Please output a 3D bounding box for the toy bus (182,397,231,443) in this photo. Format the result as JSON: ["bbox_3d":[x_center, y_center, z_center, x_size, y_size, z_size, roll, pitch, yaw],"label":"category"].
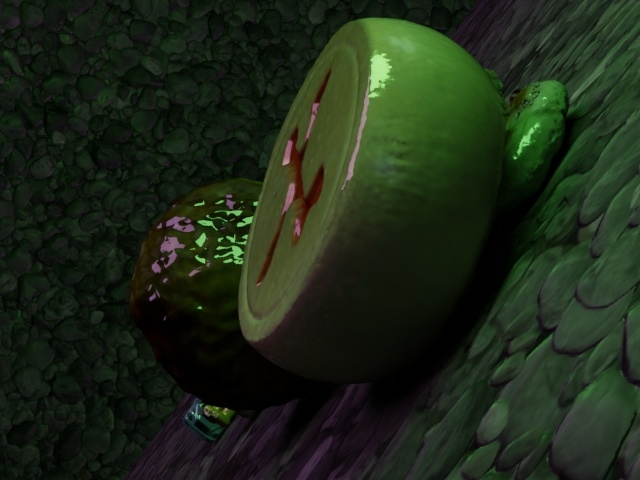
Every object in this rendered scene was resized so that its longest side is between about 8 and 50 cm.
[{"bbox_3d":[-0.174,0.275,1.823,0.076,0.073,0.167,-47,6,38],"label":"toy bus"}]

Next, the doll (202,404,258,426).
[{"bbox_3d":[-0.098,0.199,1.590,0.207,0.081,0.129,-52,23,-17],"label":"doll"}]

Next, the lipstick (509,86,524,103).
[{"bbox_3d":[0.246,-0.160,1.194,0.027,0.027,0.176,-52,6,8],"label":"lipstick"}]

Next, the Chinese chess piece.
[{"bbox_3d":[0.039,-0.035,0.952,0.338,0.140,0.338,-162,90,-76],"label":"Chinese chess piece"}]

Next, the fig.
[{"bbox_3d":[-0.028,0.026,1.212,0.368,0.286,0.286,-31,13,23],"label":"fig"}]

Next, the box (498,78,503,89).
[{"bbox_3d":[0.170,-0.126,1.594,0.270,0.045,0.211,-54,4,-17],"label":"box"}]

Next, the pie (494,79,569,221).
[{"bbox_3d":[0.166,-0.060,1.028,0.240,0.054,0.240,-53,3,4],"label":"pie"}]
